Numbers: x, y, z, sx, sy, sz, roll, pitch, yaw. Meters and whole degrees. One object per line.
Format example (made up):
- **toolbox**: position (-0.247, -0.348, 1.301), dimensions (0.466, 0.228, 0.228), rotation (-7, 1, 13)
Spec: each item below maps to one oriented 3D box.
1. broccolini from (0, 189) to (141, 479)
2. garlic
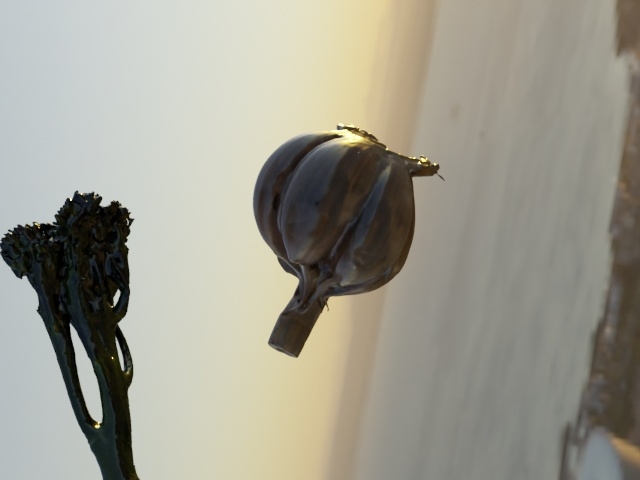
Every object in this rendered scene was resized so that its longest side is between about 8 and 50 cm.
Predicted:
- **broccolini**: position (-0.128, 0.069, 0.852), dimensions (0.058, 0.074, 0.201), rotation (57, -163, -69)
- **garlic**: position (0.000, 0.000, 1.193), dimensions (0.194, 0.131, 0.127), rotation (-58, -12, 13)
